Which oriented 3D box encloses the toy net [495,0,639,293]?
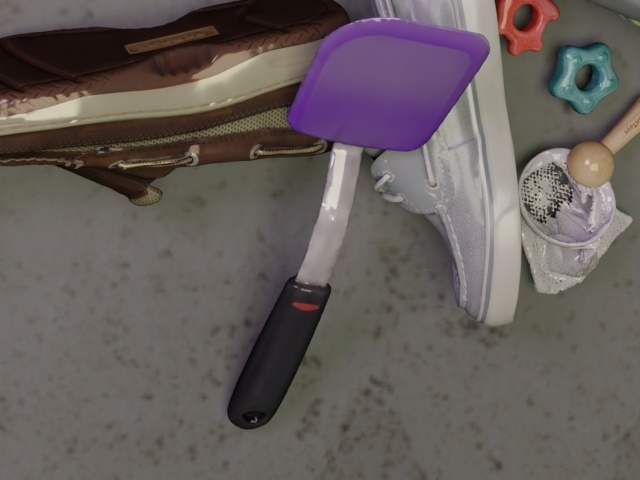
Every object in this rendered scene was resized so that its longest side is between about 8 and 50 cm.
[{"bbox_3d":[0.150,-0.075,0.916,0.122,0.045,0.232,6,105,-22],"label":"toy net"}]

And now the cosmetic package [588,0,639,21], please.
[{"bbox_3d":[0.236,-0.288,0.820,0.284,0.097,0.377,20,93,-15],"label":"cosmetic package"}]

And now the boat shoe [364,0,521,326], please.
[{"bbox_3d":[0.062,-0.059,0.900,0.081,0.079,0.227,-9,104,0],"label":"boat shoe"}]

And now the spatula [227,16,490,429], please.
[{"bbox_3d":[0.000,0.000,0.873,0.084,0.030,0.296,9,126,-19],"label":"spatula"}]

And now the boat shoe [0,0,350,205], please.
[{"bbox_3d":[-0.105,-0.058,0.852,0.258,0.095,0.095,-10,119,-7],"label":"boat shoe"}]
